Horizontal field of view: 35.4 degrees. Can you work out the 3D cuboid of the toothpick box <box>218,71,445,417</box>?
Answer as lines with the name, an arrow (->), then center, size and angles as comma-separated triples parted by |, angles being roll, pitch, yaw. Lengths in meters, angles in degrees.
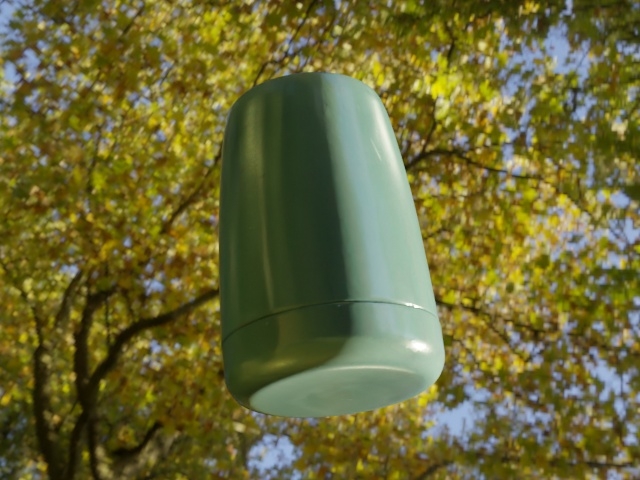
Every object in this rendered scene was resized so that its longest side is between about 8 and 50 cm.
toothpick box -> 0.000, 0.000, 0.574 | 0.120, 0.184, 0.120 | -5, -24, -2
